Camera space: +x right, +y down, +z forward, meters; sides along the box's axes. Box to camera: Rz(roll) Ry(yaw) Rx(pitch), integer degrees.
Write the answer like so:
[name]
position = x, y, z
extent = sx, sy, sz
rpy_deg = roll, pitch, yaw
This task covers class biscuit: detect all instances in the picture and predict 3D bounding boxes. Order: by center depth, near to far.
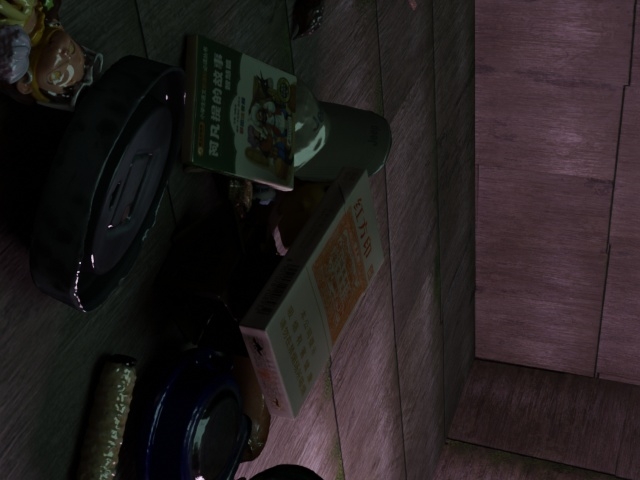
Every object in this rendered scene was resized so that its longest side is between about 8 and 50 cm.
[biscuit]
position = -0.301, 0.268, 1.426
extent = 0.061, 0.055, 0.219
rpy_deg = 167, -65, -70

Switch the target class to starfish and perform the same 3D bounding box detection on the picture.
[starfish]
position = -0.148, -0.127, 1.693
extent = 0.216, 0.071, 0.238
rpy_deg = -60, 146, -58

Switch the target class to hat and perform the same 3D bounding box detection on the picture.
[hat]
position = 0.002, -0.222, 1.825
extent = 0.149, 0.245, 0.214
rpy_deg = 79, 7, -52

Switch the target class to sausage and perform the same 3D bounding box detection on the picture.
[sausage]
position = -0.125, 0.212, 1.856
extent = 0.094, 0.094, 0.418
rpy_deg = -147, -122, -65

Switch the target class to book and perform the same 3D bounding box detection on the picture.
[book]
position = -0.124, -0.198, 1.634
extent = 0.264, 0.027, 0.201
rpy_deg = 13, 77, -55

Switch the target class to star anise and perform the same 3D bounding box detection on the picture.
[star anise]
position = 0.065, -0.454, 1.949
extent = 0.218, 0.228, 0.148
rpy_deg = -21, 111, -81

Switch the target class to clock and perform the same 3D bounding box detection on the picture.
[clock]
position = -0.253, -0.071, 1.254
extent = 0.325, 0.067, 0.325
rpy_deg = 21, 90, -87

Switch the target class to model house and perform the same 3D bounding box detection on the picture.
[model house]
position = -0.109, 0.040, 1.645
extent = 0.243, 0.205, 0.211
rpy_deg = -65, 151, -30

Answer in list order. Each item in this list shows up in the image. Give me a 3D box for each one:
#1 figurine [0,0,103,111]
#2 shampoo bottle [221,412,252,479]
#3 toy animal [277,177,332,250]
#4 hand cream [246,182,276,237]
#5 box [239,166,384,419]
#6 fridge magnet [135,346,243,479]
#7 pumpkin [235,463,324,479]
[figurine]
position = -0.320, -0.230, 1.069
extent = 0.240, 0.116, 0.174
rpy_deg = 75, 29, -64
[shampoo bottle]
position = -0.191, 0.400, 1.752
extent = 0.049, 0.087, 0.233
rpy_deg = 75, 30, -48
[toy animal]
position = -0.008, -0.057, 1.893
extent = 0.195, 0.169, 0.281
rpy_deg = 51, 3, -14
[hand cream]
position = -0.106, 0.001, 1.879
extent = 0.088, 0.055, 0.256
rpy_deg = -64, 157, -56
[box]
position = -0.001, 0.074, 1.578
extent = 0.365, 0.051, 0.204
rpy_deg = -58, 146, -39
[fridge magnet]
position = -0.207, 0.302, 1.624
extent = 0.265, 0.113, 0.265
rpy_deg = 11, 90, -69
[pumpkin]
position = -0.051, 0.535, 1.855
extent = 0.293, 0.197, 0.263
rpy_deg = 93, -28, -78
